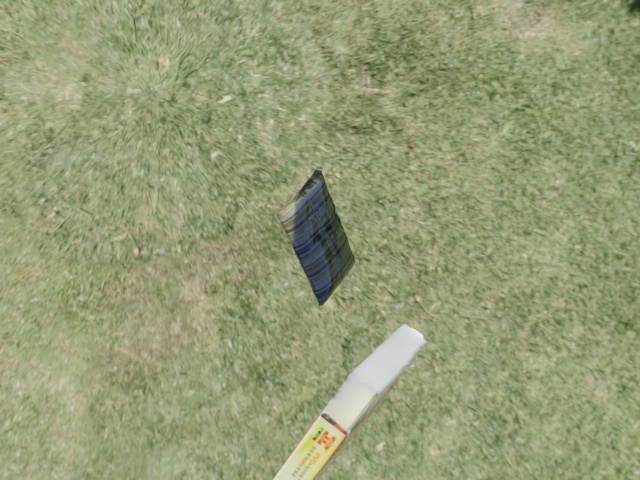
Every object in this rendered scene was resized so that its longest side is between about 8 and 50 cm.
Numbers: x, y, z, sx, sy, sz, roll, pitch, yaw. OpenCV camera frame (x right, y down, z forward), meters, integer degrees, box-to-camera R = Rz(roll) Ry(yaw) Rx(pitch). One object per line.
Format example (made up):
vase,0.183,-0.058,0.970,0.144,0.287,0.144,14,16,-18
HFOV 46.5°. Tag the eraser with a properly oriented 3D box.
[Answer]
eraser,0.016,0.202,0.792,0.038,0.157,0.230,39,115,13

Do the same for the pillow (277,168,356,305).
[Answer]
pillow,0.000,0.000,1.178,0.113,0.038,0.203,-50,135,-29
